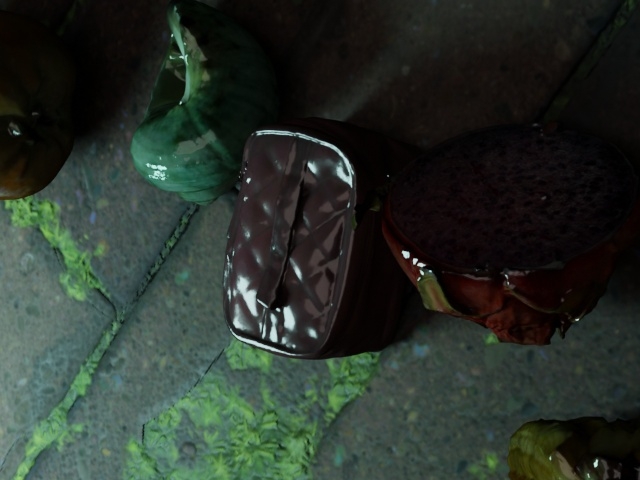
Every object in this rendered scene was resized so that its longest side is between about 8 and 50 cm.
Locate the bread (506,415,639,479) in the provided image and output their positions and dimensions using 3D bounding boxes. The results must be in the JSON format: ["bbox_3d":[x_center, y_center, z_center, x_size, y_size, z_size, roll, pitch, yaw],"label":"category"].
[{"bbox_3d":[0.273,0.250,1.320,0.167,0.324,0.277,-23,85,-5],"label":"bread"}]

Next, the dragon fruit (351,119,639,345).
[{"bbox_3d":[0.167,0.014,1.433,0.218,0.224,0.148,39,151,44],"label":"dragon fruit"}]

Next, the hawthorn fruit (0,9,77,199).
[{"bbox_3d":[-0.367,-0.150,1.740,0.251,0.199,0.199,23,104,41],"label":"hawthorn fruit"}]

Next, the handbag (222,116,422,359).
[{"bbox_3d":[0.000,0.000,1.542,0.146,0.135,0.225,18,102,34],"label":"handbag"}]

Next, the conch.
[{"bbox_3d":[-0.115,-0.126,1.615,0.176,0.122,0.188,39,110,46],"label":"conch"}]
